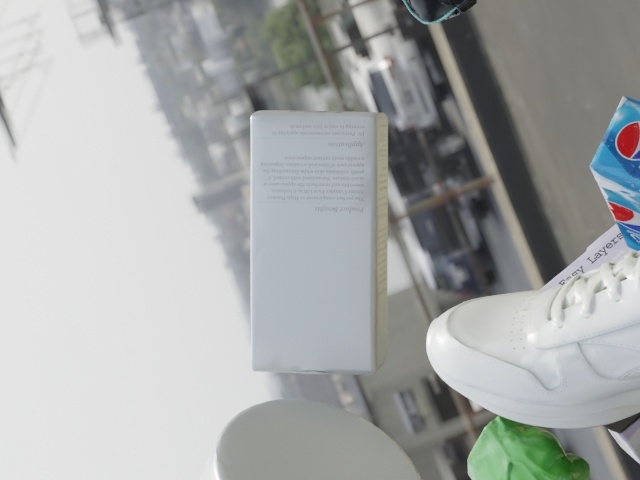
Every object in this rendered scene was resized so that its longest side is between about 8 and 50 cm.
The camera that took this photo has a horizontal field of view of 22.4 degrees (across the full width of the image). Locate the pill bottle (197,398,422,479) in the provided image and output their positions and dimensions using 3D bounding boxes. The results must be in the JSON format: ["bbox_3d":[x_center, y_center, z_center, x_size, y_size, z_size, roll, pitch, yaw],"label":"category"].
[{"bbox_3d":[-0.059,0.342,1.444,0.224,0.224,0.392,-114,37,-44],"label":"pill bottle"}]

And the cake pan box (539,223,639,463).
[{"bbox_3d":[0.373,0.084,1.736,0.246,0.267,0.070,53,177,-28],"label":"cake pan box"}]

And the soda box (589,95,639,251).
[{"bbox_3d":[0.296,-0.046,1.417,0.067,0.071,0.210,23,170,26],"label":"soda box"}]

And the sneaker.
[{"bbox_3d":[0.209,0.035,0.984,0.114,0.305,0.152,-59,-39,-54],"label":"sneaker"}]

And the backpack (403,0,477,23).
[{"bbox_3d":[0.111,-0.325,1.506,0.188,0.166,0.144,45,-143,-14],"label":"backpack"}]

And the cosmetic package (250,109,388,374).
[{"bbox_3d":[0.000,0.000,1.447,0.085,0.117,0.231,-28,-60,-78],"label":"cosmetic package"}]

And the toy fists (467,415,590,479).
[{"bbox_3d":[0.217,0.323,1.794,0.142,0.096,0.279,56,139,38],"label":"toy fists"}]
